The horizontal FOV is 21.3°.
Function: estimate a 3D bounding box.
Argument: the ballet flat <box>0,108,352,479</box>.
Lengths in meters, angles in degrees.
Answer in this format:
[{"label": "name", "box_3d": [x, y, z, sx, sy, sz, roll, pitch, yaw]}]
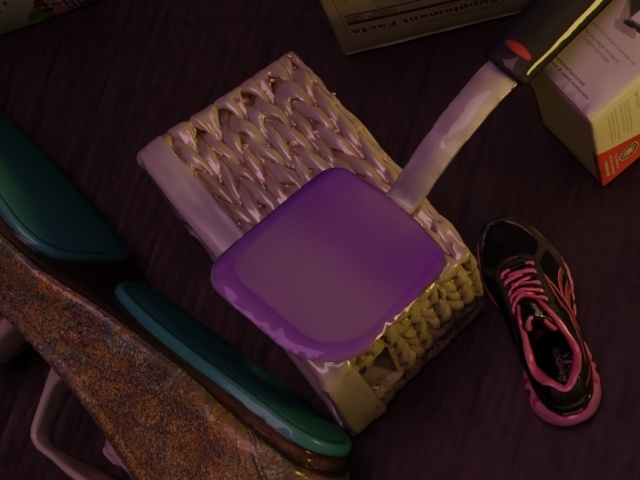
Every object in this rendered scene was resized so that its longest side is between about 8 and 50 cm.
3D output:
[{"label": "ballet flat", "box_3d": [-0.135, 0.048, 0.912, 0.348, 0.123, 0.123, 42, 86, 21]}]

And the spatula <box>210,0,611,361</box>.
[{"label": "spatula", "box_3d": [0.074, -0.062, 0.824, 0.084, 0.030, 0.296, 41, 82, 16]}]

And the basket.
[{"label": "basket", "box_3d": [0.000, 0.000, 0.892, 0.103, 0.113, 0.167, -38, 69, -4]}]

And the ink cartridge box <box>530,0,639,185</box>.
[{"label": "ink cartridge box", "box_3d": [0.178, -0.104, 0.887, 0.135, 0.099, 0.056, -39, 67, -2]}]

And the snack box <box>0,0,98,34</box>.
[{"label": "snack box", "box_3d": [-0.197, -0.164, 0.972, 0.100, 0.141, 0.037, -16, 70, 8]}]

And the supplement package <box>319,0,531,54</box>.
[{"label": "supplement package", "box_3d": [0.073, -0.267, 0.938, 0.204, 0.145, 0.262, -13, 70, 9]}]

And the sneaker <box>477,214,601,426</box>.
[{"label": "sneaker", "box_3d": [0.112, 0.035, 0.882, 0.047, 0.057, 0.119, -24, 68, 7]}]
